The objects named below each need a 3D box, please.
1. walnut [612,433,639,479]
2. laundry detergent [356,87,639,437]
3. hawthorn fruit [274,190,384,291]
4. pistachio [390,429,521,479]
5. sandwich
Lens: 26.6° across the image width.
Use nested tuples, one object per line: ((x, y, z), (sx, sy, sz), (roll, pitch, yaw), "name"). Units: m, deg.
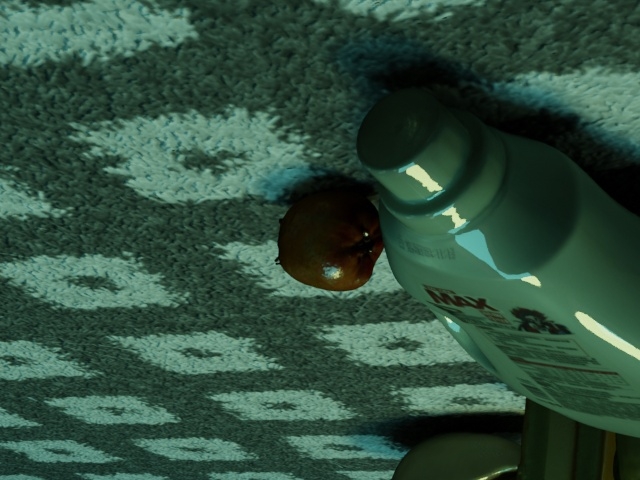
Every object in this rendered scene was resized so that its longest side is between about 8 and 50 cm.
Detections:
((0.400, 0.201, 1.264), (0.253, 0.277, 0.282), (29, 158, -32), "walnut")
((0.146, 0.018, 1.003), (0.264, 0.125, 0.398), (10, 160, 43), "laundry detergent")
((0.000, 0.000, 1.070), (0.093, 0.081, 0.081), (6, 165, 38), "hawthorn fruit")
((0.195, 0.355, 1.803), (0.226, 0.208, 0.332), (12, 151, -15), "pistachio")
((0.311, 0.253, 1.549), (0.117, 0.187, 0.144), (-14, 147, 40), "sandwich")
